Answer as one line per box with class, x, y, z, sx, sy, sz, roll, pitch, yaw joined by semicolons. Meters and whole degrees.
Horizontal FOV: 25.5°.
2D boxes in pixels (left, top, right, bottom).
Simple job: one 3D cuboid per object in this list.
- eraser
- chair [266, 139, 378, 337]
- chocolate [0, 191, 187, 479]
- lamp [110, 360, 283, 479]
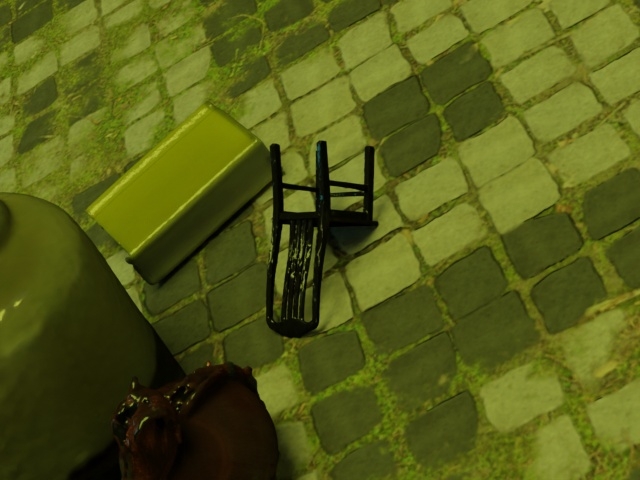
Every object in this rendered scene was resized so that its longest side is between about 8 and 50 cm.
eraser;-0.170;-0.064;1.754;0.226;0.069;0.158;-42;37;-7
chair;0.000;0.000;1.563;0.084;0.101;0.212;-1;87;39
chocolate;-0.342;0.112;1.470;0.314;0.297;0.326;-33;52;-10
lamp;-0.138;0.217;1.361;0.151;0.223;0.215;14;94;52
